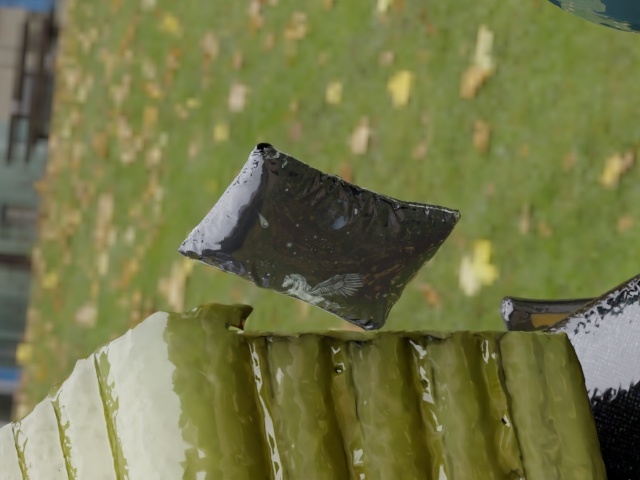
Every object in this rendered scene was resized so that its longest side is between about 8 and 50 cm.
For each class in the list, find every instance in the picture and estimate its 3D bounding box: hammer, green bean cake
[{"bbox_3d":[0.210,0.042,1.215,0.021,0.201,0.078,-110,24,-61],"label":"hammer"},{"bbox_3d":[-0.021,0.122,0.846,0.233,0.236,0.124,-35,60,51],"label":"green bean cake"}]

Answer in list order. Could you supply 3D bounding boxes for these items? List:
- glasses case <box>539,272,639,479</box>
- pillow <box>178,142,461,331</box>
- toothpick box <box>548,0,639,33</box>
[{"bbox_3d":[0.225,0.046,0.897,0.082,0.321,0.122,25,-140,-56],"label":"glasses case"},{"bbox_3d":[0.000,0.000,1.612,0.141,0.208,0.055,-53,34,28],"label":"pillow"},{"bbox_3d":[0.079,-0.121,0.449,0.184,0.120,0.120,25,-110,-77],"label":"toothpick box"}]
